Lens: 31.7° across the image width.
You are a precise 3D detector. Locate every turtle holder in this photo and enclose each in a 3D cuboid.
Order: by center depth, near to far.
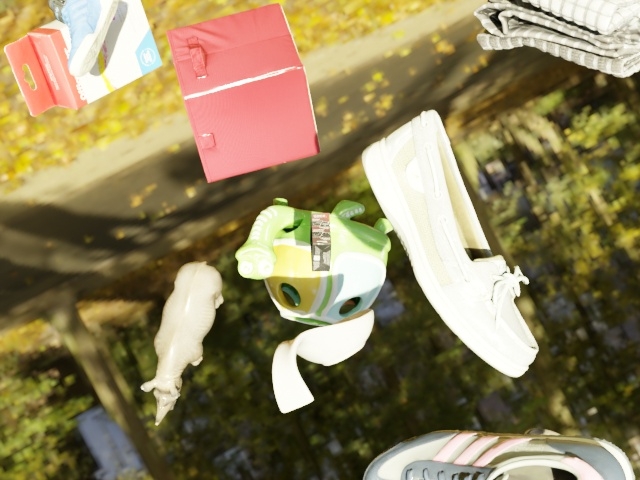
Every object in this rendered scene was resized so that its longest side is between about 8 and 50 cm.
[{"bbox_3d":[-0.002,0.042,2.160,0.243,0.228,0.320,9,171,15],"label":"turtle holder"}]

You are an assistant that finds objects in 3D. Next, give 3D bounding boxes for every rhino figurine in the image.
[{"bbox_3d":[-0.195,0.139,1.572,0.106,0.073,0.243,99,7,-74],"label":"rhino figurine"}]

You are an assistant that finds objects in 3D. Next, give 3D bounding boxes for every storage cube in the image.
[{"bbox_3d":[-0.123,-0.238,1.812,0.193,0.184,0.215,-15,137,-4],"label":"storage cube"}]

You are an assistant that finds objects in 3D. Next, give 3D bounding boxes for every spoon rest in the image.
[{"bbox_3d":[-0.002,0.160,1.699,0.137,0.084,0.276,-26,-173,25],"label":"spoon rest"}]

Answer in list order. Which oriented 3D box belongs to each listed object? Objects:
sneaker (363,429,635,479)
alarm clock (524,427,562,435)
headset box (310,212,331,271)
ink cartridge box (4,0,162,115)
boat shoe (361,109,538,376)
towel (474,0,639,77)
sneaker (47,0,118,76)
[{"bbox_3d":[0.174,0.271,1.250,0.319,0.112,0.131,-11,179,28],"label":"sneaker"},{"bbox_3d":[0.323,0.311,1.469,0.064,0.192,0.129,-64,-152,22],"label":"alarm clock"},{"bbox_3d":[0.000,0.000,1.817,0.032,0.062,0.083,1,-138,-2],"label":"headset box"},{"bbox_3d":[-0.391,-0.307,1.873,0.231,0.134,0.078,-36,-148,-32],"label":"ink cartridge box"},{"bbox_3d":[0.161,0.004,1.286,0.103,0.320,0.118,-35,159,21],"label":"boat shoe"},{"bbox_3d":[0.358,-0.304,1.439,0.283,0.121,0.235,-28,-137,-36],"label":"towel"},{"bbox_3d":[-0.343,-0.298,1.565,0.058,0.084,0.152,108,-2,-66],"label":"sneaker"}]
